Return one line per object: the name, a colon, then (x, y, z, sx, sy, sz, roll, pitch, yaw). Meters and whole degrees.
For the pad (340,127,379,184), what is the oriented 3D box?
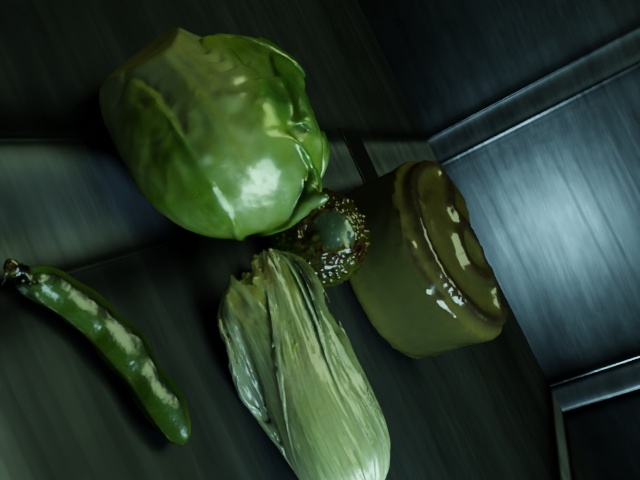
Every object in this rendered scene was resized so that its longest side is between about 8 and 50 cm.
pad: (0.129, -0.189, 1.581, 0.245, 0.006, 0.170, 67, 21, 7)

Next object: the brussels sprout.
brussels sprout: (-0.104, -0.124, 0.696, 0.294, 0.227, 0.259, 41, 16, -30)

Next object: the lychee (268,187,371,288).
lychee: (0.000, 0.000, 0.886, 0.171, 0.171, 0.171, 48, 26, -33)

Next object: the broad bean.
broad bean: (-0.185, 0.094, 0.506, 0.226, 0.039, 0.069, 52, 18, -25)

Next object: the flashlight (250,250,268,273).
flashlight: (-0.031, 0.100, 0.807, 0.047, 0.093, 0.200, -47, 122, -28)

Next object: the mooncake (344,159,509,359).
mooncake: (0.215, 0.039, 1.213, 0.394, 0.246, 0.393, 56, 29, -10)

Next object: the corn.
corn: (-0.020, 0.158, 0.689, 0.305, 0.123, 0.122, 62, 23, -1)
